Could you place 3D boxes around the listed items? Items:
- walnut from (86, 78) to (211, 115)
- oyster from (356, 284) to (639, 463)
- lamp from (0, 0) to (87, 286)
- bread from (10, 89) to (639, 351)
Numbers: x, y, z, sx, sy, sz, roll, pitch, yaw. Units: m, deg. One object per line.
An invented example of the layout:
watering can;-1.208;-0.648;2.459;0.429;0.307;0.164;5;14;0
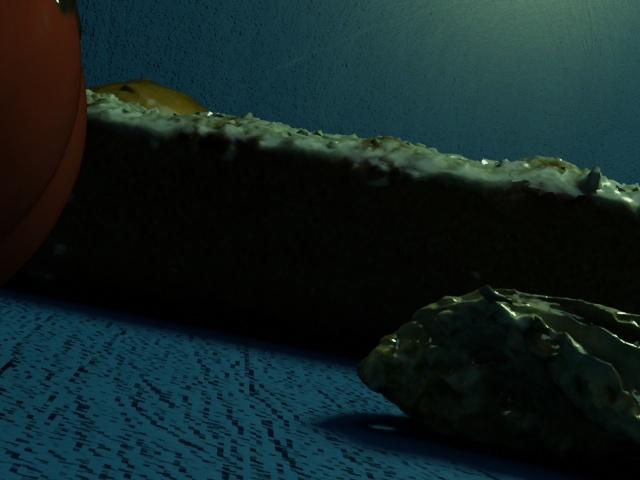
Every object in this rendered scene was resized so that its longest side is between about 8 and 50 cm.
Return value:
walnut;-0.159;-0.064;1.090;0.245;0.137;0.137;13;4;44
oyster;0.100;0.053;0.498;0.177;0.056;0.105;10;-9;-18
lamp;-0.172;-0.074;0.431;0.226;0.227;0.227;10;3;-1
bread;0.009;-0.005;0.721;0.416;0.113;0.165;10;1;7
